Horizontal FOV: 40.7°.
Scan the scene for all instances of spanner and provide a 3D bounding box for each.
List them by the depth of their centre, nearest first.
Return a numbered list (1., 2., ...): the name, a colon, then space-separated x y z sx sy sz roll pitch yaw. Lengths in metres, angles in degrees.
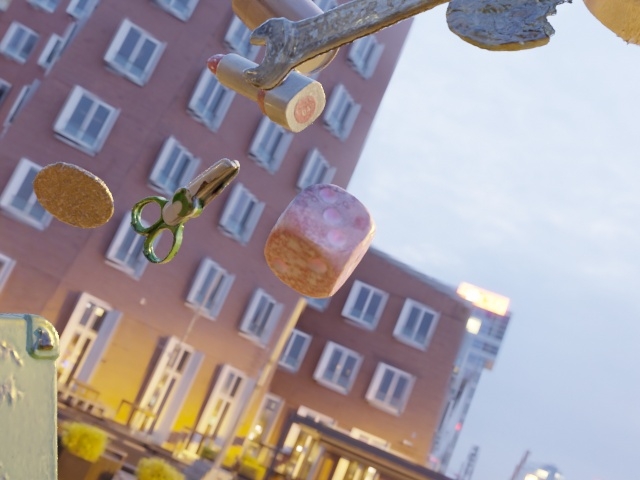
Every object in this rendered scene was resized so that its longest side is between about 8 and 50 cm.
1. spanner: 0.060 -0.187 0.681 0.302 0.071 0.017 -14 -26 29

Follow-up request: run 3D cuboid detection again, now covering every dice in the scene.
1. dice: 0.000 0.000 0.944 0.091 0.093 0.094 34 -40 9

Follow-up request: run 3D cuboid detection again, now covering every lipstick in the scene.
1. lipstick: -0.082 -0.197 1.066 0.186 0.063 0.057 31 -25 35

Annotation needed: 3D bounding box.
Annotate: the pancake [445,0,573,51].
1. pancake: 0.179 -0.225 0.834 0.116 0.129 0.022 14 -40 27

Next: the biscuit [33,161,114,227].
1. biscuit: -0.347 -0.062 1.213 0.120 0.015 0.120 8 -46 8

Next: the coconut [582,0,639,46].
1. coconut: 0.342 -0.279 0.852 0.161 0.161 0.162 21 -15 10

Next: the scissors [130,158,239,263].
1. scissors: -0.188 -0.053 1.211 0.204 0.101 0.027 -37 -18 27

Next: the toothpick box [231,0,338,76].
1. toothpick box: -0.059 -0.378 1.480 0.180 0.111 0.111 47 -5 24

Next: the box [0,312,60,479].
1. box: -0.377 0.210 0.812 0.178 0.328 0.253 -11 -11 33
